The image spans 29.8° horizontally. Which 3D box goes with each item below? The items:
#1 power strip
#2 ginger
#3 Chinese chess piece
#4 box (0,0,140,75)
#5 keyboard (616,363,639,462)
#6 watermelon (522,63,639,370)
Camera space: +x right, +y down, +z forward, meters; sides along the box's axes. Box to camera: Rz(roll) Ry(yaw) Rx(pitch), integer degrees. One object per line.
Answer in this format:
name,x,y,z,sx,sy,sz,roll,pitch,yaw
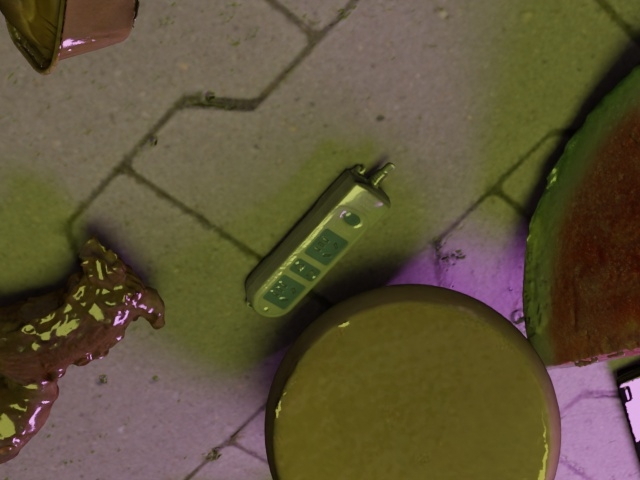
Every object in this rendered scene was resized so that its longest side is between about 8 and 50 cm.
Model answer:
power strip,0.000,0.000,1.066,0.047,0.030,0.191,32,110,-33
ginger,-0.264,0.114,1.029,0.290,0.084,0.122,-37,132,11
Chinese chess piece,0.082,0.173,1.091,0.273,0.102,0.273,0,92,5
box,-0.180,-0.206,0.828,0.111,0.111,0.177,4,122,-19
keyboard,0.408,0.237,1.356,0.106,0.027,0.317,-22,127,3
watermelon,0.300,0.003,1.054,0.193,0.231,0.310,10,104,-64
